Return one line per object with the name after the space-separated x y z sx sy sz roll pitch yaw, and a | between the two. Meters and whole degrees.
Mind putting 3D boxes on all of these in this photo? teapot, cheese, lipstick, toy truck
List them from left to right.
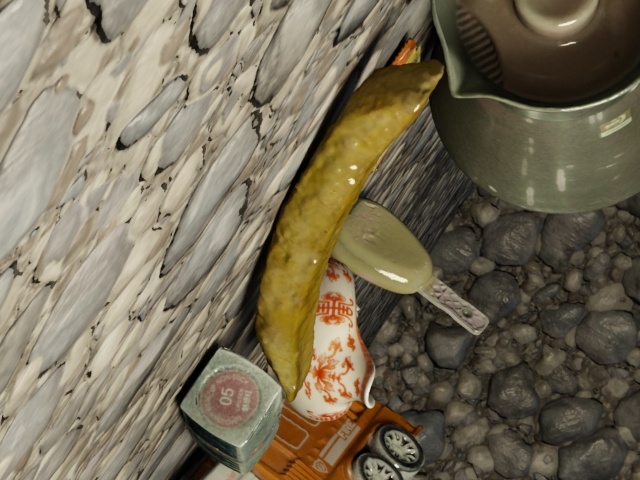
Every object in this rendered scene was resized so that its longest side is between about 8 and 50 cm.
-0.081 0.168 1.608 0.076 0.077 0.289 -57 174 -11 | lipstick
-0.048 0.292 1.867 0.173 0.207 0.387 -52 176 30 | toy truck
0.000 0.090 1.668 0.245 0.116 0.159 -88 167 -56 | teapot
0.095 0.033 1.767 0.097 0.192 0.037 -46 171 -47 | cheese
0.226 -0.181 1.456 0.300 0.253 0.344 -41 168 1 | teapot

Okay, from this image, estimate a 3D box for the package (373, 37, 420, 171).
0.057 -0.115 1.488 0.108 0.031 0.121 -56 169 -6 | package

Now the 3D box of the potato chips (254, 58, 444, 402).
0.000 0.000 1.416 0.057 0.080 0.407 -70 -178 -46 | potato chips
